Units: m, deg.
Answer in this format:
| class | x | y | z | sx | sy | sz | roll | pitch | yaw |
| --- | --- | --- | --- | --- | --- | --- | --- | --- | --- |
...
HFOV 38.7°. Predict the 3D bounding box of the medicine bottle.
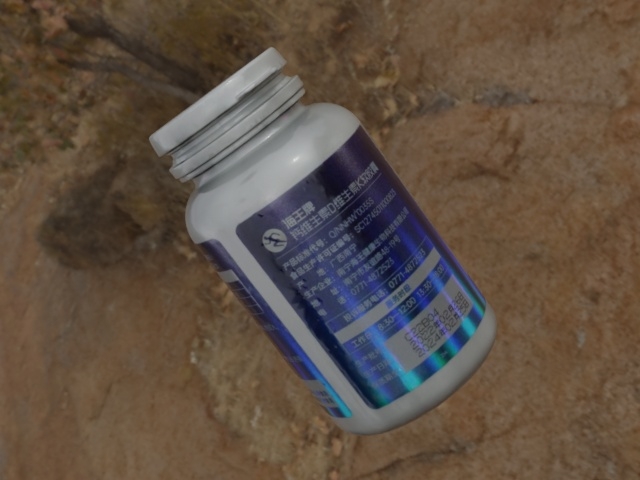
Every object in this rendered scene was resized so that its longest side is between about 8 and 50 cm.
| class | x | y | z | sx | sy | sz | roll | pitch | yaw |
| --- | --- | --- | --- | --- | --- | --- | --- | --- | --- |
| medicine bottle | 0.000 | 0.000 | 0.479 | 0.107 | 0.191 | 0.107 | -35 | 12 | 8 |
